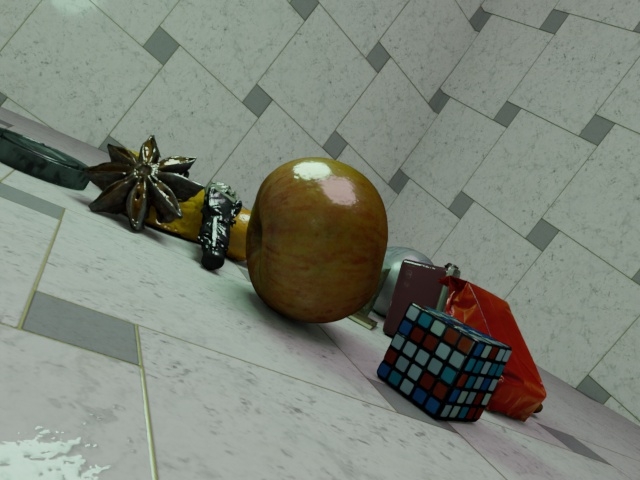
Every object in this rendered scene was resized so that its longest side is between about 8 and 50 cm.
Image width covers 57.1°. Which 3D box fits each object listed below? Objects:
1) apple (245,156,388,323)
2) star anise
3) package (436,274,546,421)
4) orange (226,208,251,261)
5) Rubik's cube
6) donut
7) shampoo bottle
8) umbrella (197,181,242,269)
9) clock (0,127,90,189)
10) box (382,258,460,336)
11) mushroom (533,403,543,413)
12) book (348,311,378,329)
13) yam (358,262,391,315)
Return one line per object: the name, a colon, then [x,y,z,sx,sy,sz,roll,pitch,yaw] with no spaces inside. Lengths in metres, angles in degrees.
apple: [0.000,0.000,1.419,0.334,0.399,0.400,2,13,-21]
star anise: [-0.482,-0.153,1.611,0.332,0.331,0.117,27,-35,13]
package: [0.456,0.275,1.599,0.196,0.123,0.423,28,35,-32]
orange: [-0.248,-0.018,1.838,0.178,0.155,0.177,6,-39,5]
Rubik's cube: [0.265,0.262,1.259,0.184,0.187,0.182,26,3,43]
donut: [-0.498,-0.145,1.901,0.378,0.163,0.435,24,4,-39]
shampoo bottle: [0.284,0.157,2.206,0.273,0.272,0.266,24,-5,-33]
umbrella: [-0.281,-0.050,1.633,0.113,0.106,0.357,22,30,-19]
clock: [-0.831,-0.242,1.731,0.319,0.066,0.319,26,3,-1]
box: [0.318,0.198,1.858,0.168,0.293,0.193,16,-1,20]
mushroom: [0.592,0.449,1.674,0.088,0.073,0.129,45,-21,32]
book: [0.084,0.223,1.860,0.199,0.016,0.138,27,4,13]
yam: [0.160,0.153,2.006,0.107,0.194,0.107,27,1,0]
